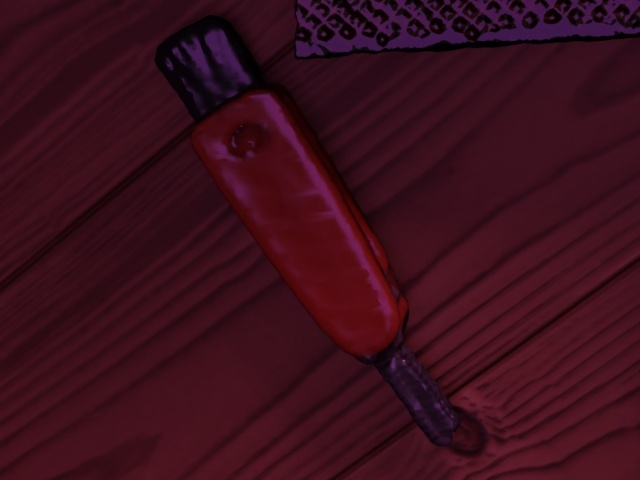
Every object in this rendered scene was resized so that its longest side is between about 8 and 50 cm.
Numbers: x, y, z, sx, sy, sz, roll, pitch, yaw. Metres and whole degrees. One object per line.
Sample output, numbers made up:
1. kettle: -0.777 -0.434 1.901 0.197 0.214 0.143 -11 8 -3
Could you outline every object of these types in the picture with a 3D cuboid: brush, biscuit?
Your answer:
1. brush: 0.000 0.000 1.051 0.070 0.051 0.323 -32 101 13
2. biscuit: 0.093 -0.171 0.974 0.252 0.070 0.106 -2 106 9
